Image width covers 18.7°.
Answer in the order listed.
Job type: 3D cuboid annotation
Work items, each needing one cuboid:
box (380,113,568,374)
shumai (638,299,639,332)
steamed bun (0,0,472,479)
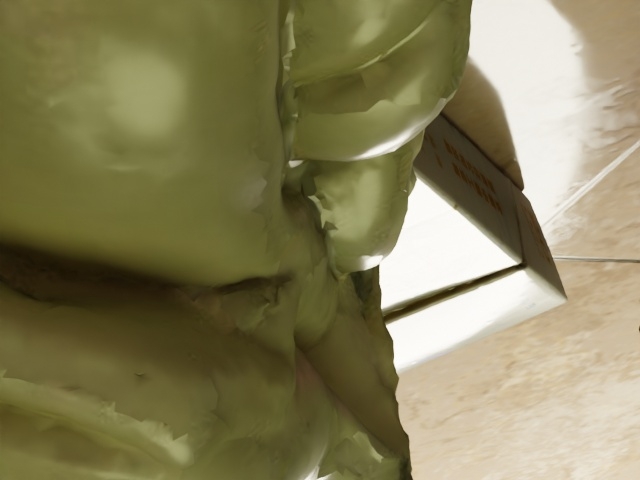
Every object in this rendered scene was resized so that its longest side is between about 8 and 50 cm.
[{"bbox_3d":[0.000,0.000,0.863,0.149,0.067,0.233,-23,155,18],"label":"box"},{"bbox_3d":[0.323,0.026,0.863,0.346,0.217,0.283,5,162,-37],"label":"shumai"},{"bbox_3d":[-0.078,-0.058,0.493,0.206,0.275,0.320,3,115,-12],"label":"steamed bun"}]
